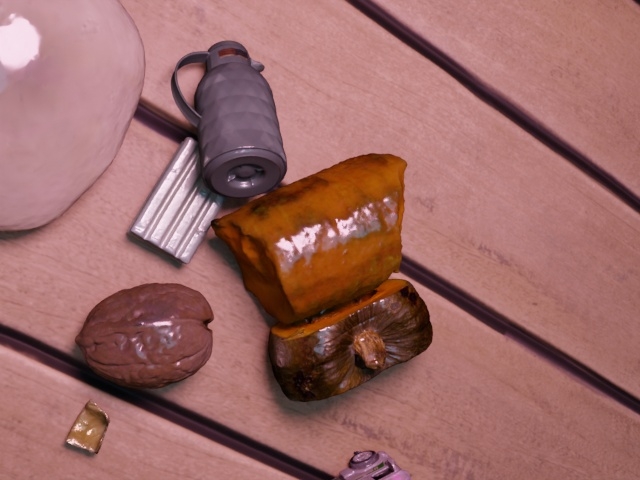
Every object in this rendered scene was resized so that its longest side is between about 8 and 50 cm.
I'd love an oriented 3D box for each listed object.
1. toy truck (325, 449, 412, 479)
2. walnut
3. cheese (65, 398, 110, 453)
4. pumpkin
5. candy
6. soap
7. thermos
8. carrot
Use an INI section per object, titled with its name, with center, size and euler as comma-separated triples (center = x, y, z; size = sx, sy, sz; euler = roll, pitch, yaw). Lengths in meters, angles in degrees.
[toy truck]
center = 0.016, 0.534, 1.298
size = 0.364, 0.178, 0.176
euler = -21, 96, -23
[walnut]
center = -0.295, 0.162, 1.192
size = 0.231, 0.178, 0.178
euler = -3, 90, -9
[cheese]
center = -0.391, 0.316, 1.214
size = 0.060, 0.041, 0.084
euler = 27, 91, -11
[pumpkin]
center = 0.064, 0.177, 1.294
size = 0.317, 0.222, 0.139
euler = -19, 99, -22
[candy]
center = -0.462, -0.221, 1.084
size = 0.386, 0.186, 0.426
euler = 9, 99, -37
[soap]
center = -0.243, -0.070, 1.263
size = 0.119, 0.066, 0.198
euler = 33, 78, -19
[thermos]
center = -0.163, -0.223, 1.223
size = 0.182, 0.145, 0.286
euler = 3, 56, -28
[carrot]
center = 0.000, 0.000, 1.266
size = 0.341, 0.241, 0.241
euler = -23, 97, -17
